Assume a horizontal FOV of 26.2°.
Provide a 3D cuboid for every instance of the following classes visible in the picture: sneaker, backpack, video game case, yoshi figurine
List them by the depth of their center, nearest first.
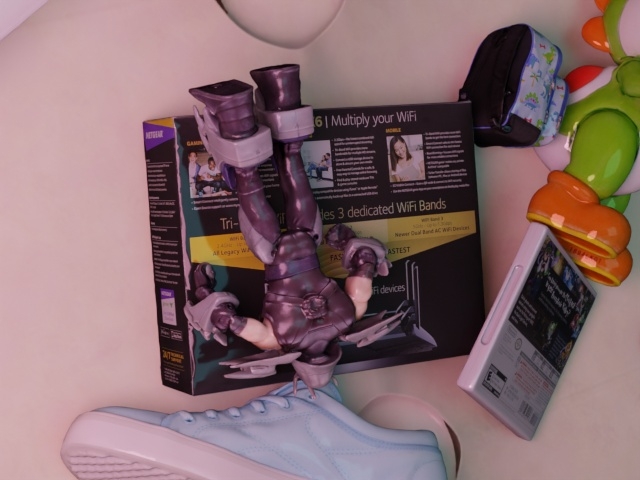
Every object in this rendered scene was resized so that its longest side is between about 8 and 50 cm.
[{"bbox_3d":[-0.052,0.189,1.239,0.366,0.135,0.150,20,53,-22],"label":"sneaker"},{"bbox_3d":[0.189,-0.147,1.345,0.084,0.105,0.114,24,78,-31],"label":"backpack"},{"bbox_3d":[0.207,0.094,1.351,0.173,0.022,0.190,-63,147,-10],"label":"video game case"},{"bbox_3d":[0.355,-0.132,1.381,0.203,0.203,0.362,32,77,-29],"label":"yoshi figurine"}]

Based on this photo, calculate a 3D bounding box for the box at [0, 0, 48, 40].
[{"bbox_3d":[-0.329,-0.210,1.068,0.181,0.119,0.182,-46,111,-19],"label":"box"}]

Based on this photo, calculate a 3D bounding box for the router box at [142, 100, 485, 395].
[{"bbox_3d":[0.000,0.000,1.264,0.309,0.081,0.243,-5,94,-27],"label":"router box"}]

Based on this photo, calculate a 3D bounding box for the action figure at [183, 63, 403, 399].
[{"bbox_3d":[-0.029,-0.001,1.154,0.185,0.099,0.285,-19,104,-32],"label":"action figure"}]
